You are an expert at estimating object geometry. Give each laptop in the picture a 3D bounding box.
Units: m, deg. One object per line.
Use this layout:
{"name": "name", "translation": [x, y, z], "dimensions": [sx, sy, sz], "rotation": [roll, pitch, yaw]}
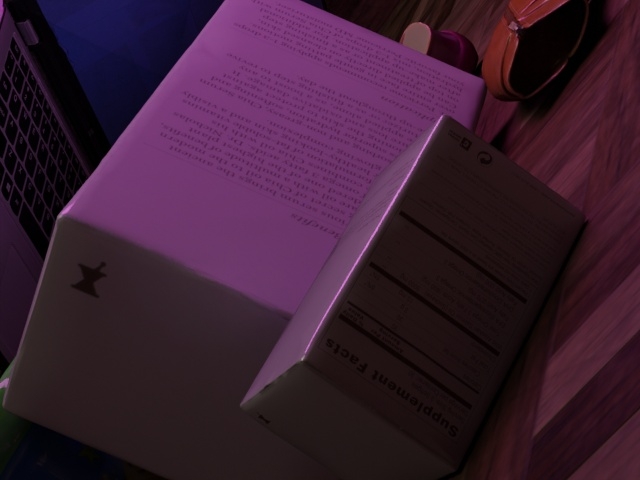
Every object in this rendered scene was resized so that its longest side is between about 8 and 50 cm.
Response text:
{"name": "laptop", "translation": [-0.131, -0.052, 1.456], "dimensions": [0.382, 0.236, 0.407], "rotation": [70, -157, -54]}

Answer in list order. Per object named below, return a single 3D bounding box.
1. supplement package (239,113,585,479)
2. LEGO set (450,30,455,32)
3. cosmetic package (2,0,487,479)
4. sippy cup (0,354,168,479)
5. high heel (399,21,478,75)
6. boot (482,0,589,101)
{"name": "supplement package", "translation": [0.052, 0.040, 0.921], "dimensions": [0.179, 0.105, 0.105], "rotation": [-59, 8, -27]}
{"name": "LEGO set", "translation": [0.090, -0.138, 1.837], "dimensions": [0.244, 0.060, 0.182], "rotation": [-56, 10, -2]}
{"name": "cosmetic package", "translation": [-0.033, -0.012, 1.197], "dimensions": [0.453, 0.230, 0.161], "rotation": [-65, -2, -60]}
{"name": "sippy cup", "translation": [-0.175, 0.227, 1.148], "dimensions": [0.305, 0.224, 0.240], "rotation": [-57, 6, 7]}
{"name": "high heel", "translation": [0.091, -0.103, 1.696], "dimensions": [0.117, 0.082, 0.244], "rotation": [15, -87, -53]}
{"name": "boot", "translation": [0.190, -0.196, 1.280], "dimensions": [0.152, 0.073, 0.197], "rotation": [-85, 18, -80]}
